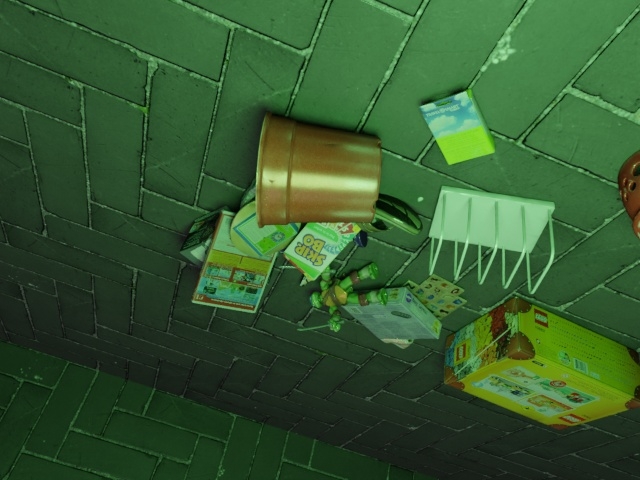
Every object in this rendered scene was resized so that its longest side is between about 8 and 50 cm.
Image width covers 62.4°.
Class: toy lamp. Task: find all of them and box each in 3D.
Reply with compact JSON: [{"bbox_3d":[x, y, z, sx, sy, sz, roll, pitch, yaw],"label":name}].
[{"bbox_3d":[0.000,0.000,1.563,0.275,0.080,0.080,-6,139,23],"label":"toy lamp"}]

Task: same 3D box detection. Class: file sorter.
[{"bbox_3d":[0.423,0.005,1.343,0.278,0.173,0.192,10,143,7],"label":"file sorter"}]

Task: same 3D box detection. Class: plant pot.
[{"bbox_3d":[0.744,-0.086,1.117,0.191,0.174,0.191,10,145,7],"label":"plant pot"},{"bbox_3d":[-0.001,-0.150,1.232,0.265,0.272,0.272,5,143,0],"label":"plant pot"}]

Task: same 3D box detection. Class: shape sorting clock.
[{"bbox_3d":[-0.154,-0.039,1.491,0.206,0.040,0.206,-12,134,-13],"label":"shape sorting clock"}]

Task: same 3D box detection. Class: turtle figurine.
[{"bbox_3d":[0.054,0.174,1.653,0.267,0.197,0.275,-19,150,24],"label":"turtle figurine"}]

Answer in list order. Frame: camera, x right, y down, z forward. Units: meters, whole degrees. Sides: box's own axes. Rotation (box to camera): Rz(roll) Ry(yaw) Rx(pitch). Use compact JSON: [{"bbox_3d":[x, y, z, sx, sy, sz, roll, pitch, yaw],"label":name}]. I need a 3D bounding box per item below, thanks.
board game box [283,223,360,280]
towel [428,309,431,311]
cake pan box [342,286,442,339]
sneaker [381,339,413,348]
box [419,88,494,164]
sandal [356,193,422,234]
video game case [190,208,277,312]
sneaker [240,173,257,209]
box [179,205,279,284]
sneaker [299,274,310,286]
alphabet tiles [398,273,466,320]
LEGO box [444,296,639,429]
[{"bbox_3d":[0.001,0.003,1.500,0.124,0.039,0.259,42,123,2],"label":"board game box"},{"bbox_3d":[0.330,0.241,1.816,0.083,0.009,0.060,26,141,-15],"label":"towel"},{"bbox_3d":[0.236,0.253,1.788,0.267,0.070,0.246,-11,136,43],"label":"cake pan box"},{"bbox_3d":[0.282,0.354,1.948,0.134,0.050,0.070,25,141,-19],"label":"sneaker"},{"bbox_3d":[0.300,-0.252,1.157,0.109,0.042,0.178,-13,135,31],"label":"box"},{"bbox_3d":[0.120,-0.072,1.385,0.303,0.120,0.086,17,119,12],"label":"sandal"},{"bbox_3d":[-0.238,0.066,1.547,0.204,0.285,0.025,15,-169,-30],"label":"video game case"},{"bbox_3d":[-0.170,-0.122,1.474,0.076,0.064,0.166,24,145,-20],"label":"sneaker"},{"bbox_3d":[-0.277,0.037,1.647,0.164,0.142,0.247,-19,133,37],"label":"box"},{"bbox_3d":[-0.039,0.126,1.767,0.044,0.040,0.109,19,144,-9],"label":"sneaker"},{"bbox_3d":[0.350,0.191,1.733,0.198,0.009,0.237,27,139,-10],"label":"alphabet tiles"},{"bbox_3d":[0.734,0.429,1.770,0.501,0.193,0.372,24,142,-13],"label":"LEGO box"}]
